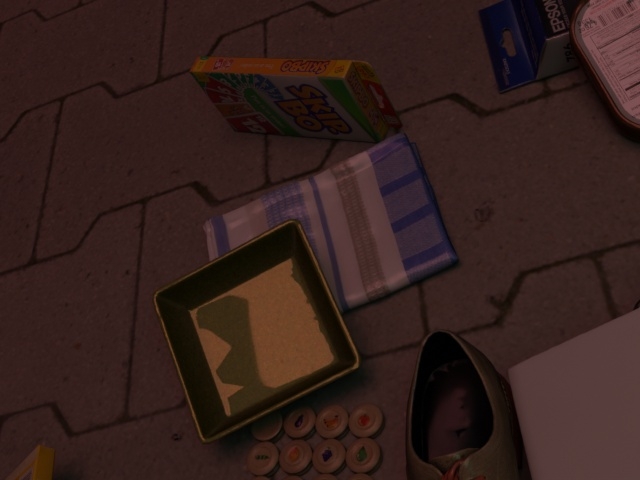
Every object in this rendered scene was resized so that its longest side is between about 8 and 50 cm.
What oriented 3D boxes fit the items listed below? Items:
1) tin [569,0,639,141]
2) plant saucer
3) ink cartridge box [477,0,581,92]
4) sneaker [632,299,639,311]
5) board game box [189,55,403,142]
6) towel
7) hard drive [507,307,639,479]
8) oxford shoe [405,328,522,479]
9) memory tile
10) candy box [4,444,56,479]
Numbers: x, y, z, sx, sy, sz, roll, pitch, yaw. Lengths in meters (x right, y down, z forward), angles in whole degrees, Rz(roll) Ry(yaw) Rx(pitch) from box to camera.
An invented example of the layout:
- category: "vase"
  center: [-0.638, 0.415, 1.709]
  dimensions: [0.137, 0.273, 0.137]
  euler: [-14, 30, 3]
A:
- category: "tin"
  center: [0.338, -0.192, 0.976]
  dimensions: [0.106, 0.040, 0.189]
  euler: [-30, 69, 16]
- category: "plant saucer"
  center: [-0.067, 0.099, 0.980]
  dimensions: [0.188, 0.045, 0.188]
  euler: [-28, 64, 7]
- category: "ink cartridge box"
  center: [0.349, -0.300, 1.079]
  dimensions: [0.333, 0.065, 0.165]
  euler: [-19, 50, 16]
- category: "sneaker"
  center: [0.355, 0.112, 0.738]
  dimensions: [0.182, 0.127, 0.315]
  euler: [-13, 57, 37]
- category: "board game box"
  center: [-0.031, -0.178, 1.146]
  dimensions: [0.260, 0.124, 0.039]
  euler: [6, 61, 32]
- category: "towel"
  center: [0.000, 0.000, 1.058]
  dimensions: [0.285, 0.034, 0.209]
  euler: [-23, 49, 11]
- category: "hard drive"
  center: [0.256, 0.206, 0.675]
  dimensions: [0.203, 0.040, 0.307]
  euler: [-35, 50, 39]
- category: "oxford shoe"
  center: [0.117, 0.236, 0.750]
  dimensions: [0.123, 0.130, 0.348]
  euler: [-19, 49, 15]
- category: "memory tile"
  center: [-0.008, 0.216, 0.913]
  dimensions: [0.148, 0.012, 0.113]
  euler: [-8, 53, 24]
- category: "candy box"
  center: [-0.318, 0.327, 0.949]
  dimensions: [0.105, 0.027, 0.205]
  euler: [-45, 35, 33]
